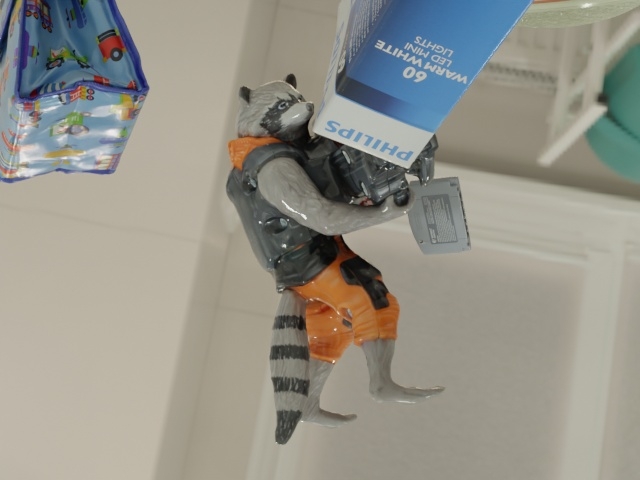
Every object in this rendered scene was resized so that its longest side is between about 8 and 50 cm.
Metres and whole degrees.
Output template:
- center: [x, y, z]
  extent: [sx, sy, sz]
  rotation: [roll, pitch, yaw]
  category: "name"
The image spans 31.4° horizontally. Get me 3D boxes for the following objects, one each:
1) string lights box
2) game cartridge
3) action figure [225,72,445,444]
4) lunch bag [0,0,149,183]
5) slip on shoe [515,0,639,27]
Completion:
- center: [0.082, -0.177, 0.700]
  extent: [0.076, 0.133, 0.260]
  rotation: [19, 143, -12]
  category: "string lights box"
- center: [0.114, -0.024, 1.117]
  extent: [0.056, 0.017, 0.083]
  rotation: [-6, 121, 14]
  category: "game cartridge"
- center: [0.000, 0.000, 1.030]
  extent: [0.178, 0.330, 0.341]
  rotation: [-16, 171, -14]
  category: "action figure"
- center: [-0.289, -0.240, 1.218]
  extent: [0.138, 0.293, 0.221]
  rotation: [-6, 164, -22]
  category: "lunch bag"
- center: [0.254, -0.328, 1.447]
  extent: [0.331, 0.101, 0.123]
  rotation: [2, 178, 1]
  category: "slip on shoe"
